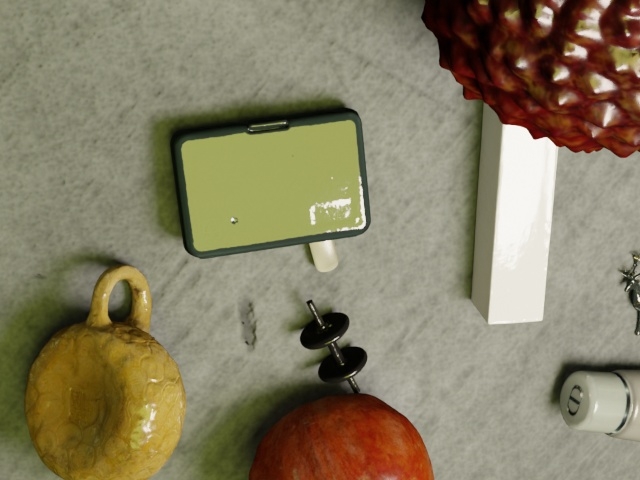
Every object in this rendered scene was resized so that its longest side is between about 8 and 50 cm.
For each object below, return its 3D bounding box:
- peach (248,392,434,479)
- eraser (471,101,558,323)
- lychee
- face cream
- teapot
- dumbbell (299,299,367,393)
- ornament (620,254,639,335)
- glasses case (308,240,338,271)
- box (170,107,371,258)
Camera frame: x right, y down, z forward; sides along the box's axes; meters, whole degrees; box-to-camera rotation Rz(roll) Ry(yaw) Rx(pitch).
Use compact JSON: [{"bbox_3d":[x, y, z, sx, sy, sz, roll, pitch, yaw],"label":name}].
[{"bbox_3d":[0.034,0.326,1.642,0.232,0.257,0.232,-7,130,-9],"label":"peach"},{"bbox_3d":[0.243,-0.047,1.640,0.076,0.078,0.298,-4,112,-11],"label":"eraser"},{"bbox_3d":[0.295,-0.312,1.375,0.424,0.424,0.500,-43,122,6],"label":"lychee"},{"bbox_3d":[0.477,0.231,1.804,0.314,0.089,0.143,9,108,-24],"label":"face cream"},{"bbox_3d":[-0.240,0.185,1.587,0.203,0.167,0.311,1,87,31],"label":"teapot"},{"bbox_3d":[0.017,0.136,1.666,0.069,0.069,0.147,-28,114,-1],"label":"dumbbell"},{"bbox_3d":[0.444,0.069,1.759,0.073,0.028,0.125,-23,116,-2],"label":"ornament"},{"bbox_3d":[0.000,0.000,1.634,0.032,0.021,0.083,-18,112,-7],"label":"glasses case"},{"bbox_3d":[-0.057,-0.068,1.570,0.230,0.050,0.160,-8,103,-9],"label":"box"}]
